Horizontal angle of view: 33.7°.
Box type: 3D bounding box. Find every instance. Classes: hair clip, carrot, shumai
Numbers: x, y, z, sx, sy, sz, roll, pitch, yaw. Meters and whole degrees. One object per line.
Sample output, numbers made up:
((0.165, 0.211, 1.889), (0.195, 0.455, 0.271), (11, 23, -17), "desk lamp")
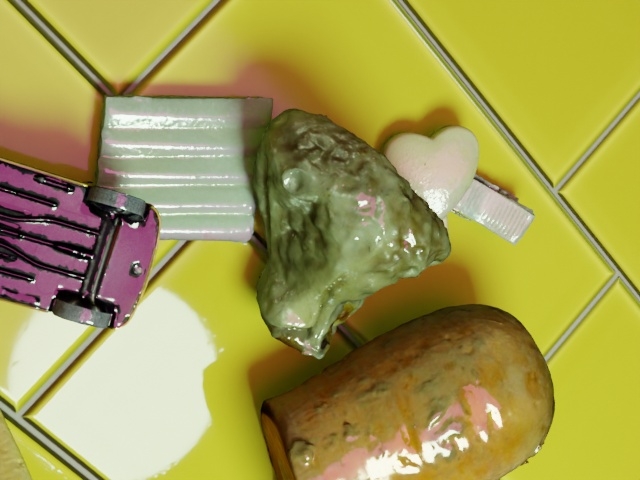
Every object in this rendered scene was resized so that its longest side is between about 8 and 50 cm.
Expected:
((0.165, -0.058, 1.328), (0.218, 0.071, 0.159), (28, 90, -21), "hair clip")
((0.105, 0.215, 1.267), (0.341, 0.224, 0.224), (-20, 107, -12), "carrot")
((0.000, 0.000, 1.176), (0.222, 0.225, 0.260), (-46, 129, -11), "shumai")

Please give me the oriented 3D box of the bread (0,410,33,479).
((-0.379, 0.212, 1.031), (0.168, 0.264, 0.163), (-25, 110, -24), "bread")

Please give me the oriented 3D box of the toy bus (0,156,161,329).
((-0.338, -0.019, 1.068), (0.331, 0.151, 0.145), (18, 86, -23), "toy bus")

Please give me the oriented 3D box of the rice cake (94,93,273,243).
((-0.156, -0.082, 1.196), (0.198, 0.037, 0.189), (6, 96, -24), "rice cake")
